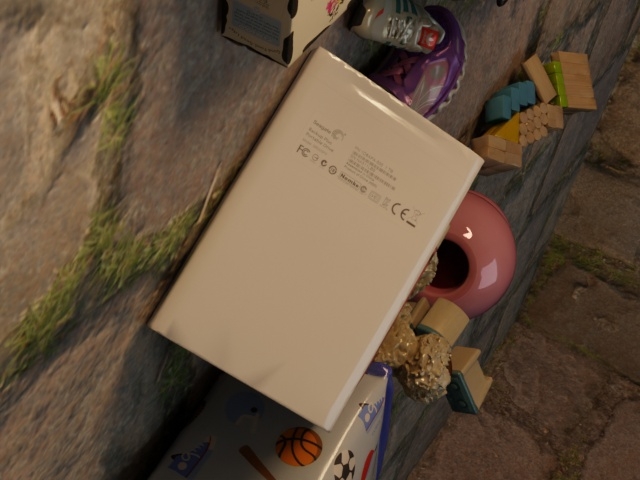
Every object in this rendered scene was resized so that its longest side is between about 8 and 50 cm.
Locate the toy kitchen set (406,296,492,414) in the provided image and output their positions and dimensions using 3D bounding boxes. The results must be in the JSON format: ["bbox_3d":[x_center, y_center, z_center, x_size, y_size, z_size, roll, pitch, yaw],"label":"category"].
[{"bbox_3d":[0.114,0.176,1.651,0.122,0.207,0.166,-49,128,-35],"label":"toy kitchen set"}]

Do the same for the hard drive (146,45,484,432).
[{"bbox_3d":[0.000,0.000,1.138,0.318,0.210,0.040,-60,-164,-8],"label":"hard drive"}]

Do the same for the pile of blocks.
[{"bbox_3d":[0.344,-0.230,2.017,0.113,0.149,0.362,-14,-164,49],"label":"pile of blocks"}]

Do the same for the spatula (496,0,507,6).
[{"bbox_3d":[0.325,-0.444,1.692,0.296,0.030,0.084,-54,164,-26],"label":"spatula"}]

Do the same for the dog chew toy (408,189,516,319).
[{"bbox_3d":[0.214,0.007,1.817,0.206,0.207,0.332,-67,171,17],"label":"dog chew toy"}]

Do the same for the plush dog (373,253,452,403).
[{"bbox_3d":[0.045,0.077,1.483,0.225,0.211,0.262,52,29,-58],"label":"plush dog"}]

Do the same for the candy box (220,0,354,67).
[{"bbox_3d":[-0.005,-0.275,0.896,0.159,0.071,0.233,-50,159,-37],"label":"candy box"}]

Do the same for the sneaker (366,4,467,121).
[{"bbox_3d":[0.087,-0.171,1.321,0.236,0.095,0.104,-60,156,-3],"label":"sneaker"}]

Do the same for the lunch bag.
[{"bbox_3d":[-0.074,0.343,1.402,0.328,0.239,0.385,-54,156,-35],"label":"lunch bag"}]

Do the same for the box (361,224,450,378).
[{"bbox_3d":[0.016,0.049,1.274,0.232,0.149,0.127,-57,-178,-28],"label":"box"}]

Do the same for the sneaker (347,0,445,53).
[{"bbox_3d":[0.089,-0.234,1.236,0.057,0.075,0.161,-67,163,16],"label":"sneaker"}]
